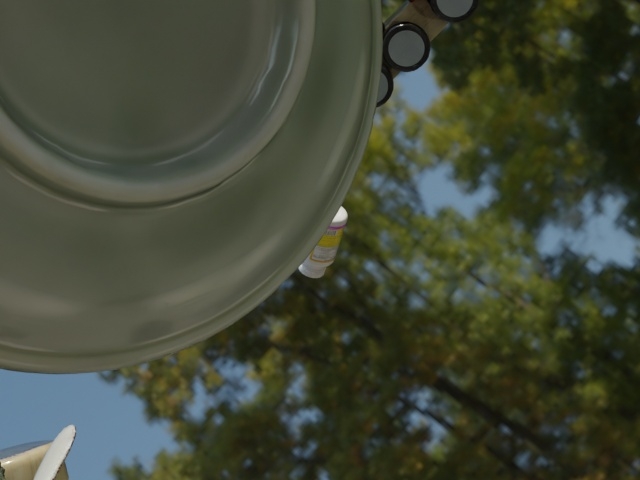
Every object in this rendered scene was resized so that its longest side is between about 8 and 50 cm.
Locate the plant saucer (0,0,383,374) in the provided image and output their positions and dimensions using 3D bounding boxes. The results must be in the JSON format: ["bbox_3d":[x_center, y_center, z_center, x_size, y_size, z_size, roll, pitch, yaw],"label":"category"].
[{"bbox_3d":[-0.116,-0.125,0.782,0.400,0.100,0.400,-1,-89,-30],"label":"plant saucer"}]

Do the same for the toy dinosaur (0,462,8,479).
[{"bbox_3d":[-0.338,0.171,0.966,0.268,0.064,0.118,2,-32,-30],"label":"toy dinosaur"}]

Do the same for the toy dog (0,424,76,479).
[{"bbox_3d":[-0.166,0.226,1.001,0.161,0.333,0.220,-18,-68,-5],"label":"toy dog"}]

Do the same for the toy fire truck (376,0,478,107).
[{"bbox_3d":[0.038,-0.312,1.747,0.217,0.246,0.158,-45,10,12],"label":"toy fire truck"}]

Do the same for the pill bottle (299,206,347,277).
[{"bbox_3d":[0.000,0.000,1.627,0.043,0.043,0.083,-17,-44,-41],"label":"pill bottle"}]
